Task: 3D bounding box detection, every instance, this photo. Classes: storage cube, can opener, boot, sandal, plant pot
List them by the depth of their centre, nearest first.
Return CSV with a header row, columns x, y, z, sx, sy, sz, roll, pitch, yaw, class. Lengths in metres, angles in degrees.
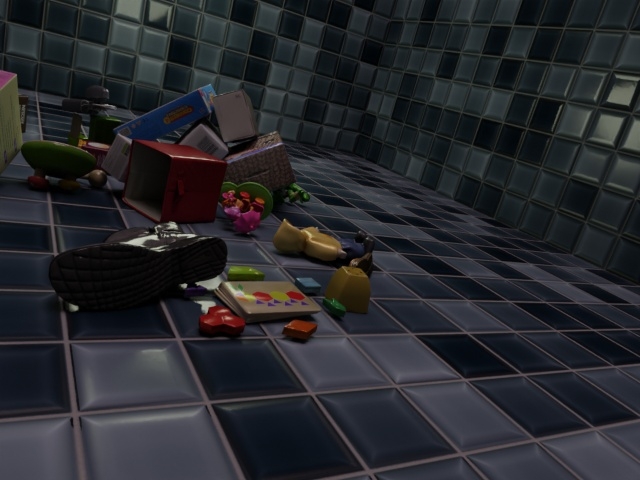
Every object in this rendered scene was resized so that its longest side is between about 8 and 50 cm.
x,y,z,sx,sy,sz,roll,pitch,yaw,class
-0.371,0.036,1.000,0.223,0.118,0.338,15,13,42,boot
0.066,0.105,1.162,0.082,0.083,0.081,8,18,-21,plant pot
0.099,0.071,1.343,0.049,0.072,0.180,3,11,16,sandal
-0.404,-0.162,1.450,0.215,0.183,0.193,25,18,33,storage cube
-0.812,-0.492,1.822,0.284,0.095,0.076,15,12,39,can opener

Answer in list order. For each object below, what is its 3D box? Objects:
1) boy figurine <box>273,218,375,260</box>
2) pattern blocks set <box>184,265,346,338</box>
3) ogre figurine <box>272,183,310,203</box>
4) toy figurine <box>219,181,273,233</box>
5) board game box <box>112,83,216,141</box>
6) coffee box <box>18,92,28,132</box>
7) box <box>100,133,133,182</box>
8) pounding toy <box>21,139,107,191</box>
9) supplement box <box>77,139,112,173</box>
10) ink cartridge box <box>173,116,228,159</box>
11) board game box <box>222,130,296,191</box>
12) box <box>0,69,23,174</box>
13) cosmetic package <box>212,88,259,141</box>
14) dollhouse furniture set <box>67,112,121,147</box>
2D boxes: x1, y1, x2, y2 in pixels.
x,y,z,sx,sy,sz,roll,pitch,yaw,class
0.000,0.000,1.444,0.286,0.092,0.177,11,19,-26,boy figurine
-0.110,0.121,1.050,0.325,0.026,0.285,6,19,-28,pattern blocks set
-0.145,-0.187,1.935,0.197,0.096,0.118,-17,46,-23,ogre figurine
-0.226,-0.088,1.483,0.173,0.130,0.159,24,24,-11,toy figurine
-0.515,-0.428,1.795,0.309,0.086,0.302,-24,19,5,board game box
-1.150,-0.451,1.808,0.098,0.141,0.246,17,17,8,coffee box
-0.519,-0.216,1.548,0.103,0.114,0.203,34,8,32,box
-0.707,-0.177,1.420,0.183,0.110,0.237,4,-13,1,pounding toy
-0.699,-0.268,1.712,0.188,0.080,0.104,7,18,-26,supplement box
-0.461,-0.285,1.815,0.130,0.272,0.309,45,7,-21,ink cartridge box
-0.225,-0.263,1.833,0.232,0.141,0.291,-20,21,-1,board game box
-0.816,-0.261,1.223,0.118,0.213,0.242,11,39,-12,box
-0.297,-0.439,1.876,0.113,0.160,0.309,-14,9,0,cosmetic package
-0.749,-0.390,1.946,0.198,0.151,0.302,28,20,37,dollhouse furniture set
